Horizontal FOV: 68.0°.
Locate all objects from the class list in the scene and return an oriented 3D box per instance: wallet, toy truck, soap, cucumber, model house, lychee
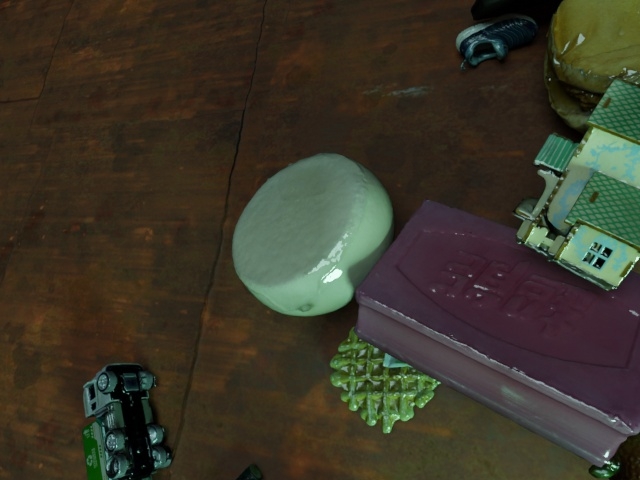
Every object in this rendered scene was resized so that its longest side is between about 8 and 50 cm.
[{"bbox_3d":[0.422,-0.436,0.804,0.309,0.165,0.042,-9,106,12],"label":"wallet"},{"bbox_3d":[-0.365,0.362,0.873,0.124,0.114,0.253,-34,62,20],"label":"toy truck"},{"bbox_3d":[0.253,0.102,0.663,0.359,0.128,0.233,24,54,26],"label":"soap"},{"bbox_3d":[-0.154,0.438,0.804,0.133,0.032,0.032,-47,62,2],"label":"cucumber"},{"bbox_3d":[0.378,-0.092,0.614,0.178,0.271,0.207,35,126,24],"label":"model house"},{"bbox_3d":[0.411,0.284,0.586,0.146,0.114,0.114,5,73,4],"label":"lychee"}]

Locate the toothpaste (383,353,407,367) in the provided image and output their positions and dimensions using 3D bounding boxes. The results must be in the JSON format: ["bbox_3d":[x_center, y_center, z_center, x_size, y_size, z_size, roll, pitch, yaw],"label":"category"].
[{"bbox_3d":[0.244,0.185,0.708,0.296,0.048,0.075,9,71,18],"label":"toothpaste"}]

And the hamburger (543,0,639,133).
[{"bbox_3d":[0.499,-0.284,0.728,0.283,0.145,0.260,2,62,27],"label":"hamburger"}]

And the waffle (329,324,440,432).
[{"bbox_3d":[0.108,0.206,0.776,0.169,0.036,0.183,39,90,26],"label":"waffle"}]

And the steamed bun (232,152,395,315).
[{"bbox_3d":[0.000,0.000,0.804,0.282,0.177,0.283,-19,53,26],"label":"steamed bun"}]

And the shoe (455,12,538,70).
[{"bbox_3d":[0.323,-0.364,0.871,0.142,0.064,0.071,-10,68,22],"label":"shoe"}]
